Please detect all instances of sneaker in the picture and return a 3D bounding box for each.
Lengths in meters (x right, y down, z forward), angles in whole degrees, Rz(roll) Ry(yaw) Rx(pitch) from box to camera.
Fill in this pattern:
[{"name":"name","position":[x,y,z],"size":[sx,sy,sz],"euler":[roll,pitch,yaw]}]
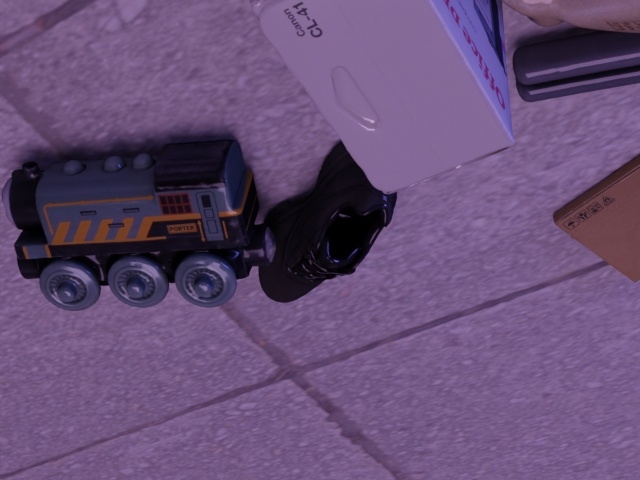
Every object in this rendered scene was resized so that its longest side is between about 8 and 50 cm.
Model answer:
[{"name":"sneaker","position":[0.000,0.000,1.251],"size":[0.109,0.130,0.286],"euler":[20,135,-18]}]

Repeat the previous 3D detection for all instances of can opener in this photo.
[{"name":"can opener","position":[0.345,-0.185,1.067],"size":[0.280,0.093,0.074],"euler":[-4,154,14]}]

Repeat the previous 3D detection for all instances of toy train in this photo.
[{"name":"toy train","position":[-0.225,-0.022,1.249],"size":[0.333,0.142,0.190],"euler":[-3,122,10]}]

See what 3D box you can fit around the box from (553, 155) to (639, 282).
[{"name":"box","position":[0.419,-0.038,1.261],"size":[0.164,0.021,0.201],"euler":[32,129,-26]}]

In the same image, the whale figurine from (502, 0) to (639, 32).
[{"name":"whale figurine","position":[0.310,-0.273,0.964],"size":[0.272,0.141,0.216],"euler":[-1,177,34]}]

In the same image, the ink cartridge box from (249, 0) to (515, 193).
[{"name":"ink cartridge box","position":[0.063,-0.229,0.886],"size":[0.131,0.306,0.226],"euler":[-21,131,23]}]
